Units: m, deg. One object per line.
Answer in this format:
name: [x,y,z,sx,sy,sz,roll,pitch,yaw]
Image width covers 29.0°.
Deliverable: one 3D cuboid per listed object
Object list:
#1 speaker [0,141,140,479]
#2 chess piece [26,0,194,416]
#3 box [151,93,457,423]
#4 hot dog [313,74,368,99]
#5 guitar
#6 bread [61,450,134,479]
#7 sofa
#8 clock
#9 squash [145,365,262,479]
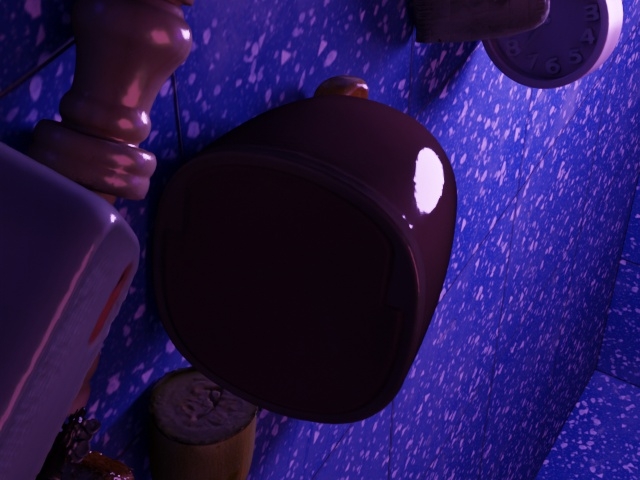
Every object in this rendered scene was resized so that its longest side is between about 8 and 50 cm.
speaker: [-0.277,0.122,0.750,0.183,0.184,0.406,84,31,-79]
chess piece: [-0.179,-0.068,0.960,0.117,0.117,0.397,9,100,-68]
box: [0.000,0.000,1.230,0.216,0.301,0.301,-52,154,-51]
hot dog: [-0.005,-0.057,1.427,0.088,0.061,0.286,-21,130,-57]
guitar: [-0.219,0.180,0.980,0.271,0.038,0.084,-37,-146,56]
bread: [-0.221,0.252,1.192,0.070,0.077,0.083,12,98,-64]
sofa: [0.196,-0.393,1.565,0.210,0.176,0.225,72,16,-58]
clock: [0.329,-0.320,1.777,0.068,0.197,0.197,-30,136,-56]
squash: [-0.132,0.234,1.333,0.123,0.123,0.186,-45,153,-45]
